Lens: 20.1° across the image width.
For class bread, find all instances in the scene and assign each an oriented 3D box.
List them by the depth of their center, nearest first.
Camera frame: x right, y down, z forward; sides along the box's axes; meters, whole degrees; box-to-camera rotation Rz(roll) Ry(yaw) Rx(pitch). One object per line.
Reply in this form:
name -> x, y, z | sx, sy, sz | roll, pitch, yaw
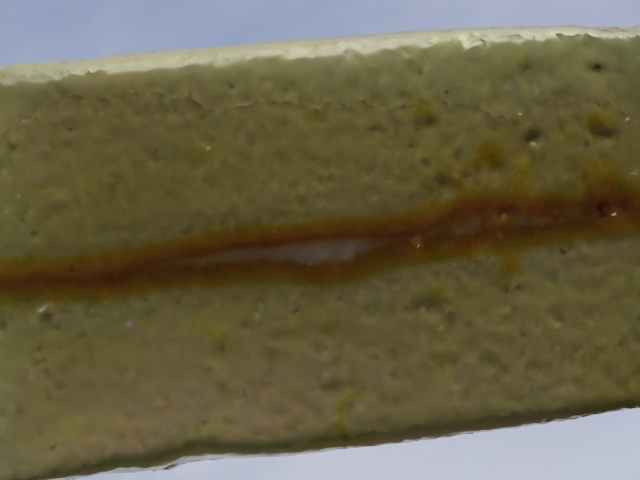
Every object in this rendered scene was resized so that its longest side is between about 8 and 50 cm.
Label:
bread -> 0.004, -0.001, 0.682 | 0.264, 0.167, 0.163 | -7, 1, 25
